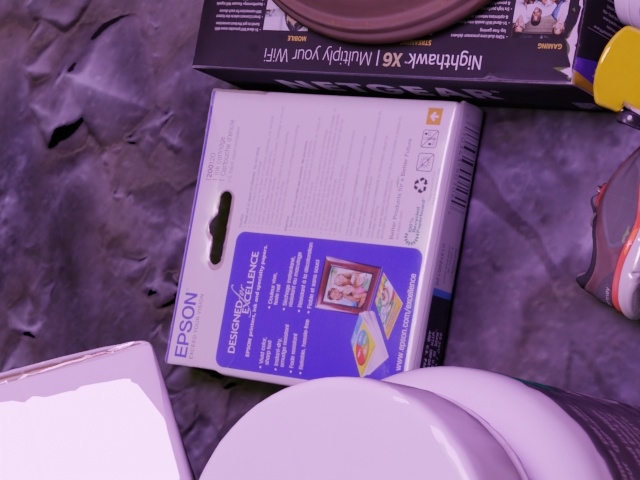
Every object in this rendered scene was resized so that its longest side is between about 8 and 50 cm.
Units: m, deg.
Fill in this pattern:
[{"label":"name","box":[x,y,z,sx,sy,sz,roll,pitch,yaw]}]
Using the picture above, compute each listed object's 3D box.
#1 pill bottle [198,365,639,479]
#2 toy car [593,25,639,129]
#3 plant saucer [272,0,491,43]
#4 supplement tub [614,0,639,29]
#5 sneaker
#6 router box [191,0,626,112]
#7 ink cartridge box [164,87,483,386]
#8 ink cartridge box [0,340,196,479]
[{"label":"pill bottle","box":[0.100,0.176,1.024,0.204,0.361,0.204,-7,76,32]},{"label":"toy car","box":[0.302,-0.069,1.108,0.225,0.053,0.239,-36,93,3]},{"label":"plant saucer","box":[0.048,-0.267,1.254,0.277,0.041,0.278,-9,74,33]},{"label":"supplement tub","box":[0.243,-0.148,1.177,0.107,0.071,0.071,25,94,35]},{"label":"sneaker","box":[0.197,-0.033,1.192,0.065,0.061,0.158,20,90,42]},{"label":"router box","box":[0.073,-0.219,1.300,0.308,0.081,0.243,7,83,35]},{"label":"ink cartridge box","box":[0.000,0.000,1.323,0.208,0.045,0.206,7,84,34]},{"label":"ink cartridge box","box":[-0.120,0.264,1.129,0.160,0.385,0.279,-16,67,-5]}]
